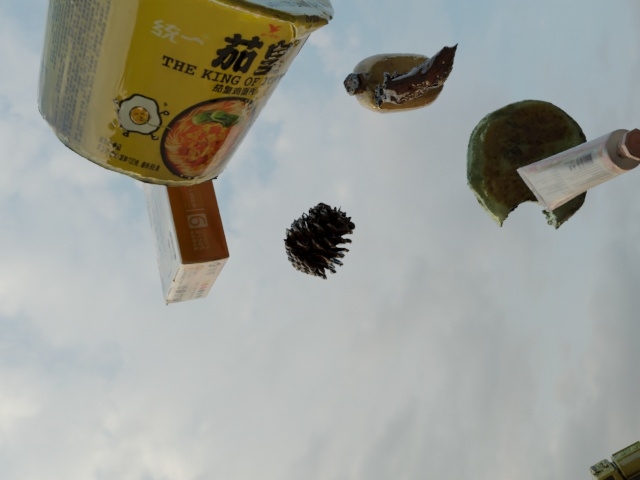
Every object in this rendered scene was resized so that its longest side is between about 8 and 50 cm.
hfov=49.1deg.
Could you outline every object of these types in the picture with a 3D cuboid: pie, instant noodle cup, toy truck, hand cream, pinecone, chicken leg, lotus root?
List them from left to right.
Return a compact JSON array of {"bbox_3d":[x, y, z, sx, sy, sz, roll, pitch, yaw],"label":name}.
[{"bbox_3d":[-0.181,-0.235,0.831,0.326,0.325,0.254,-11,-42,-50],"label":"instant noodle cup"},{"bbox_3d":[0.000,0.000,0.761,0.083,0.077,0.077,-45,-40,11],"label":"pinecone"},{"bbox_3d":[0.191,-0.414,1.849,0.284,0.160,0.146,-9,-36,-26],"label":"lotus root"},{"bbox_3d":[0.225,-0.380,1.636,0.105,0.234,0.063,29,-138,-63],"label":"chicken leg"},{"bbox_3d":[0.463,-0.171,1.562,0.067,0.303,0.302,88,-163,-82],"label":"pie"},{"bbox_3d":[0.290,-0.078,0.784,0.043,0.210,0.067,-38,-89,-15],"label":"hand cream"},{"bbox_3d":[0.371,0.285,0.849,0.054,0.083,0.049,59,-174,0],"label":"toy truck"}]

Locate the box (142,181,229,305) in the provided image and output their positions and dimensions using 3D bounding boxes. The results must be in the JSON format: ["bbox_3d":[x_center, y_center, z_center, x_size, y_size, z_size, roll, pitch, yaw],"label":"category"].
[{"bbox_3d":[-0.251,-0.047,1.265,0.091,0.221,0.273,-7,-112,-23],"label":"box"}]
